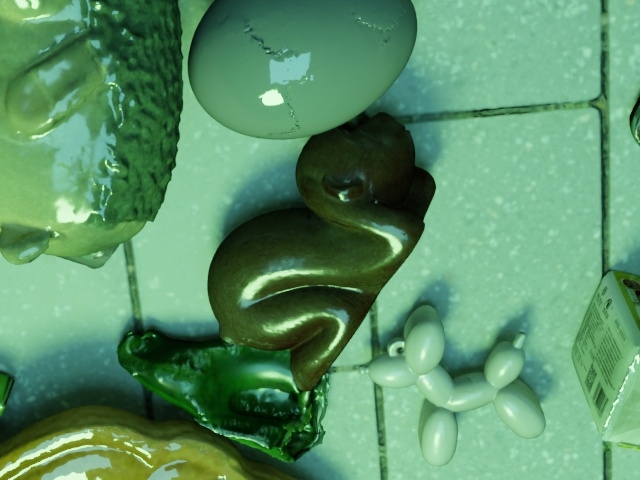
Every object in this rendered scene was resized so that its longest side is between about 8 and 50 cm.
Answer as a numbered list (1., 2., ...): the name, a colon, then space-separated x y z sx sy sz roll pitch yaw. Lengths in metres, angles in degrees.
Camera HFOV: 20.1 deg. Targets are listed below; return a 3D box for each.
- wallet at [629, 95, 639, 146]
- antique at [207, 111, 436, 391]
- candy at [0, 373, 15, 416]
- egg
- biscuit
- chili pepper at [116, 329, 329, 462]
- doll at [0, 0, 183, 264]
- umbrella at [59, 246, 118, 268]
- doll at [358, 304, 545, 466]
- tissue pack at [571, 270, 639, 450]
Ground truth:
1. wallet: 0.402 -0.081 1.639 0.255 0.031 0.137 34 110 -17
2. antique: 0.000 0.000 1.613 0.143 0.121 0.257 34 117 -4
3. candy: -0.396 0.151 1.692 0.194 0.062 0.097 18 114 -10
4. egg: -0.015 -0.162 1.512 0.199 0.146 0.146 -24 115 0
5. biscuit: -0.169 0.326 1.755 0.455 0.078 0.349 20 112 -21
6. chili pepper: -0.087 0.132 1.702 0.216 0.062 0.108 22 77 -9
7. doll: -0.219 -0.164 1.453 0.247 0.247 0.349 13 101 -9
8. umbrella: -0.335 -0.056 1.589 0.337 0.067 0.073 20 155 -13
9. doll: 0.124 0.134 1.713 0.161 0.059 0.160 -16 116 5
10. tissue pack: 0.301 0.113 1.663 0.099 0.148 0.106 14 115 -10
